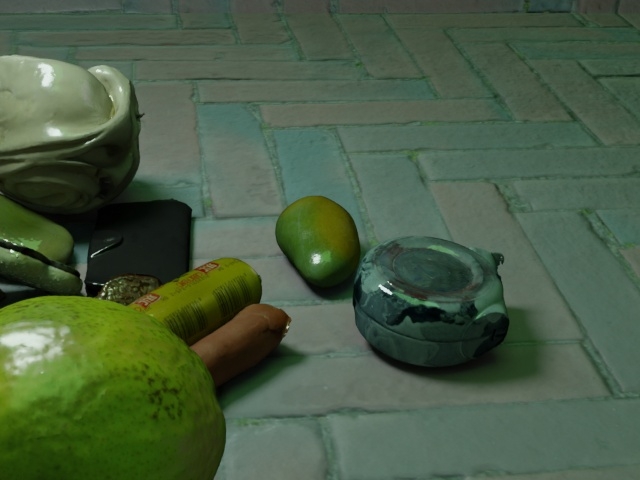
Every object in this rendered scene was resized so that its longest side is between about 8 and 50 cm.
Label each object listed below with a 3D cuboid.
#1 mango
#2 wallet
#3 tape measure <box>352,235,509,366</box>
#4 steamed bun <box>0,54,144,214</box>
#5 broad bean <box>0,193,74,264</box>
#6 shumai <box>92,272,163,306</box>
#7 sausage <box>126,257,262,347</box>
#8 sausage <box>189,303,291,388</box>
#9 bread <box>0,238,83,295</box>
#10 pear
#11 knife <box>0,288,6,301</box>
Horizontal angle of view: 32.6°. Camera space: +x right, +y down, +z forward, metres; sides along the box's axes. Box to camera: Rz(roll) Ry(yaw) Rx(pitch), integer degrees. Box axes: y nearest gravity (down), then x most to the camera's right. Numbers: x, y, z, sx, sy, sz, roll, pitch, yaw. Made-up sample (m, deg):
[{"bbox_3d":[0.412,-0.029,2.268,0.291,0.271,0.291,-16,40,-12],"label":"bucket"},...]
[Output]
[{"bbox_3d":[0.000,0.000,2.094,0.156,0.114,0.251,2,26,-17],"label":"mango"},{"bbox_3d":[-0.347,0.014,2.106,0.197,0.051,0.377,-1,27,-5],"label":"wallet"},{"bbox_3d":[0.191,0.106,1.884,0.274,0.147,0.256,6,30,-2],"label":"tape measure"},{"bbox_3d":[-0.512,-0.182,2.156,0.342,0.368,0.255,-5,57,-12],"label":"steamed bun"},{"bbox_3d":[-0.591,-0.006,2.076,0.263,0.121,0.189,27,27,12],"label":"broad bean"},{"bbox_3d":[-0.323,0.121,1.889,0.139,0.105,0.123,-18,78,-19],"label":"shumai"},{"bbox_3d":[-0.223,0.123,1.833,0.123,0.123,0.347,22,32,31],"label":"sausage"},{"bbox_3d":[-0.203,0.207,1.708,0.094,0.094,0.419,32,37,26],"label":"sausage"},{"bbox_3d":[-0.534,0.038,1.876,0.286,0.056,0.207,22,-12,-22],"label":"bread"},{"bbox_3d":[-0.296,0.246,1.349,0.390,0.391,0.391,2,28,-1],"label":"pear"},{"bbox_3d":[-0.670,0.049,2.042,0.047,0.017,0.298,-23,38,-33],"label":"knife"}]
